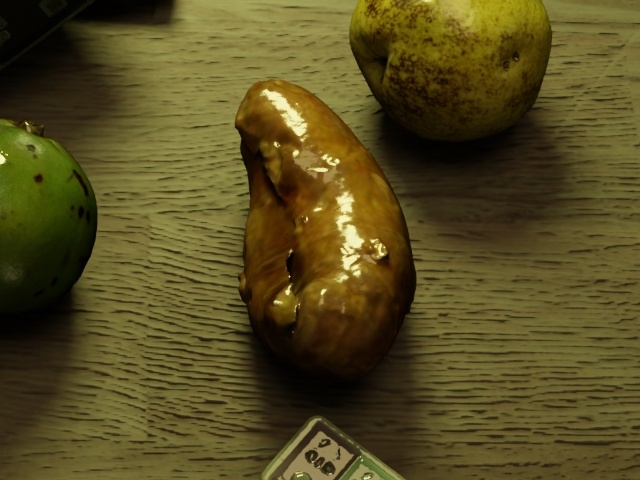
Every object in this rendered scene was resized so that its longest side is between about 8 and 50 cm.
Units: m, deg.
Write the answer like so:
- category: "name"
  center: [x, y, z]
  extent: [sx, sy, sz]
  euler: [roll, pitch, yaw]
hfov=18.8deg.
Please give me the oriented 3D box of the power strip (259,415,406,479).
- category: "power strip"
  center: [0.033, 0.270, 1.681]
  extent: [0.215, 0.061, 0.145]
  euler: [36, 67, 18]

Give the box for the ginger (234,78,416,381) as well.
- category: "ginger"
  center: [0.000, 0.000, 1.802]
  extent: [0.165, 0.172, 0.321]
  euler: [-31, 50, 19]

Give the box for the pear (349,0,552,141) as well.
- category: "pear"
  center: [0.124, -0.195, 1.909]
  extent: [0.197, 0.197, 0.197]
  euler: [3, 56, -4]

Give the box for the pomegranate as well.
- category: "pomegranate"
  center: [-0.308, 0.005, 1.755]
  extent: [0.202, 0.202, 0.248]
  euler: [26, 88, 11]

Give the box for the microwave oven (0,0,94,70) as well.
- category: "microwave oven"
  center: [-0.350, -0.303, 1.880]
  extent: [0.295, 0.181, 0.237]
  euler: [-36, 62, 4]
